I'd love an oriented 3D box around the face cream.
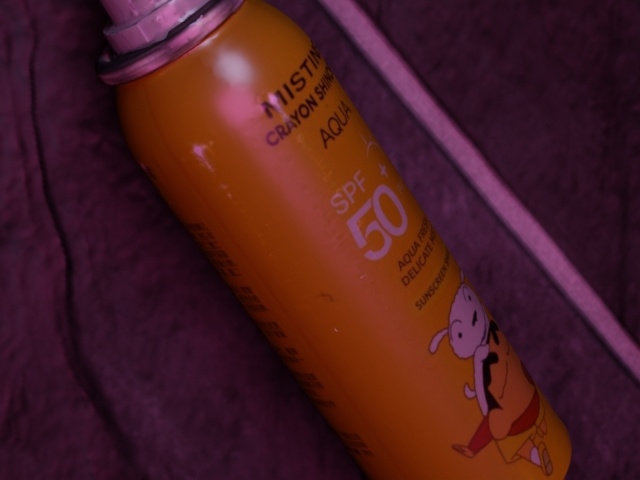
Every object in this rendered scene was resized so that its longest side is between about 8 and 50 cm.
[{"bbox_3d":[0.000,0.000,0.757,0.105,0.105,0.348,-39,111,-11],"label":"face cream"}]
